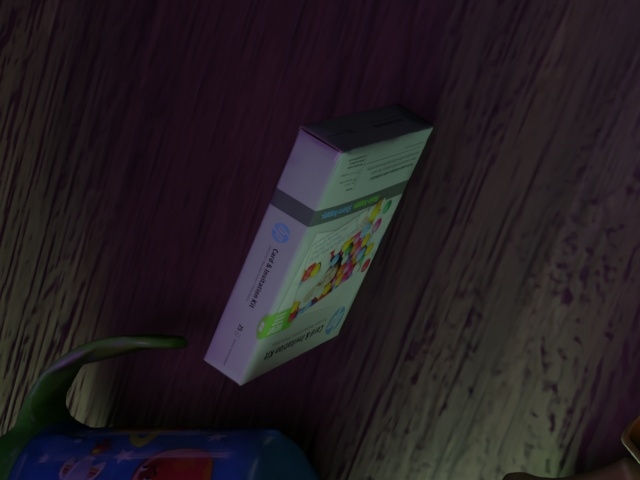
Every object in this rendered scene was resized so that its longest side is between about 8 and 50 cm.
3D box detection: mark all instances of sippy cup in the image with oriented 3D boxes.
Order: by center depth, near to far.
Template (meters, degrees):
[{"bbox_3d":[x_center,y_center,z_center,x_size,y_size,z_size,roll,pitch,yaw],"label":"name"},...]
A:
[{"bbox_3d":[-0.118,0.240,1.005,0.224,0.240,0.305,-11,119,20],"label":"sippy cup"}]

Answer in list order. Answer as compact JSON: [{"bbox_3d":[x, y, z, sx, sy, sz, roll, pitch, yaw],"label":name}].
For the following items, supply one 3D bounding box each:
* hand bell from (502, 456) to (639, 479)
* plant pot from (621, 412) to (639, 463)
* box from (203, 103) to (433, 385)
[{"bbox_3d":[0.252,0.150,0.854,0.242,0.126,0.126,-35,84,18],"label":"hand bell"},{"bbox_3d":[0.329,0.139,0.720,0.212,0.212,0.187,-42,102,6],"label":"plant pot"},{"bbox_3d":[0.000,0.000,0.919,0.038,0.145,0.186,34,114,19],"label":"box"}]
